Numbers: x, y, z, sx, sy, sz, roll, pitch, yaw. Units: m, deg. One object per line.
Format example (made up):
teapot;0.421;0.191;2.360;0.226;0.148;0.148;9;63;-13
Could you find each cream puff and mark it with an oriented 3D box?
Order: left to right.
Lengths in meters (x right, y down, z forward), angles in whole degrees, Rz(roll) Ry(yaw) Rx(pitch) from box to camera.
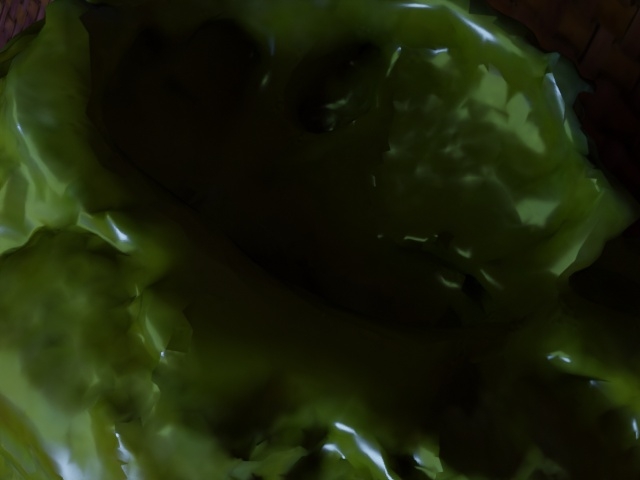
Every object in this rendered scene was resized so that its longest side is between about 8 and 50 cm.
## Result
cream puff;0.001;0.001;0.465;0.282;0.282;0.185;47;119;47
